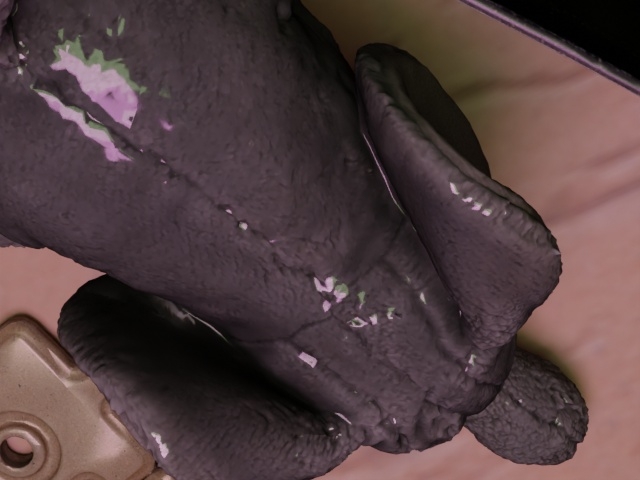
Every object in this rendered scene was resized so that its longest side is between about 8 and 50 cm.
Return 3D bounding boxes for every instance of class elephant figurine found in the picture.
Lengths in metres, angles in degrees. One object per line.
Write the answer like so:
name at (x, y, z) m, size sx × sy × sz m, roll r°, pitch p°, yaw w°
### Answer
elephant figurine at (0.000, 0.000, 0.530) m, size 0.239 × 0.186 × 0.169 m, roll 47°, pitch 141°, yaw 0°

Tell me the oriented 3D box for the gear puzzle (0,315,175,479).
gear puzzle at (-0.119, 0.127, 0.656) m, size 0.175 × 0.044 × 0.339 m, roll -39°, pitch 103°, yaw 15°

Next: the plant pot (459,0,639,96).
plant pot at (0.113, -0.148, 0.484) m, size 0.188 × 0.167 × 0.187 m, roll 27°, pitch 109°, yaw -6°
